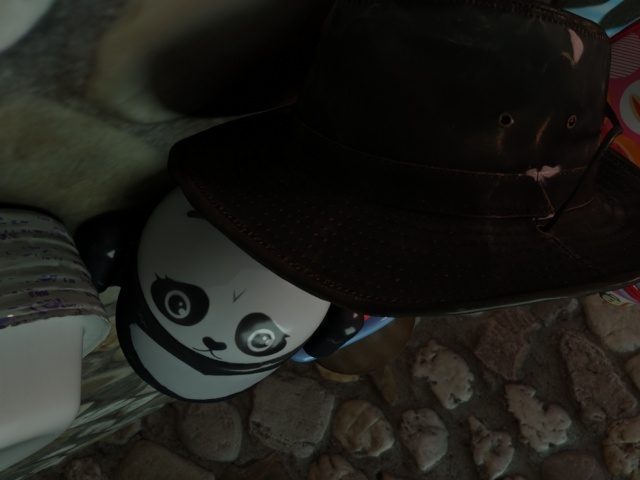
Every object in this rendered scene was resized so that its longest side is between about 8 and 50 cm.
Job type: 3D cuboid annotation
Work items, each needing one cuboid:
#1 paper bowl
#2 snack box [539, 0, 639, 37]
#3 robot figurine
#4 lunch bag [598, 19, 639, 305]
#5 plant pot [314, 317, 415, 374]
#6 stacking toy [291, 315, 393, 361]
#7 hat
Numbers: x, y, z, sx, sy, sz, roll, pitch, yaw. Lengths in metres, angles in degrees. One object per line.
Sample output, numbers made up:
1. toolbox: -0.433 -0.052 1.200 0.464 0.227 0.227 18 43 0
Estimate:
1. paper bowl: -0.289 0.105 0.530 0.284 0.148 0.284 -26 169 -6
2. snack box: 0.203 -0.212 0.442 0.187 0.060 0.322 -33 168 27
3. robot figurine: -0.093 0.052 0.674 0.209 0.174 0.278 -20 166 -28
4. lunch bag: 0.348 -0.079 0.840 0.258 0.293 0.120 -27 175 -3
5. plant pot: 0.029 0.088 1.189 0.215 0.215 0.230 -28 155 5
6. stacking toy: 0.020 -0.024 0.759 0.165 0.175 0.302 -23 156 -24
7. hat: 0.078 -0.088 0.446 0.331 0.331 0.134 -19 128 -39
